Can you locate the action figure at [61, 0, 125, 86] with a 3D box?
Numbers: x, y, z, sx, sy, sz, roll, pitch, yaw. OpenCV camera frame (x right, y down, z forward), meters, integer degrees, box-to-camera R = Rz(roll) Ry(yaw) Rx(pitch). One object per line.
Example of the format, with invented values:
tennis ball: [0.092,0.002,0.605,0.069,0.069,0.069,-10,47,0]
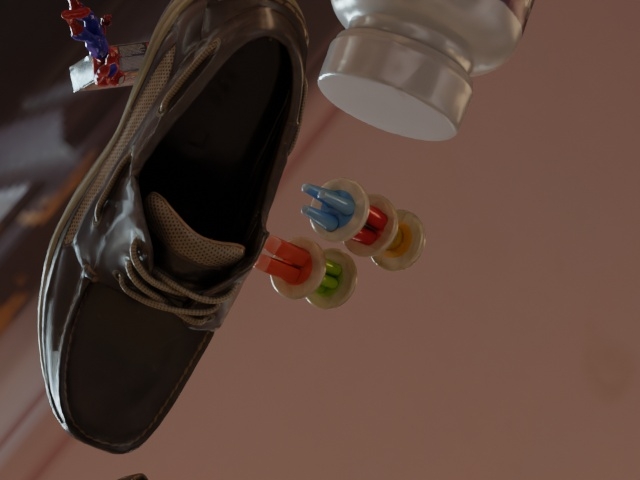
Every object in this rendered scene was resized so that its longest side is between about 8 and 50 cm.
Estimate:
action figure: [-0.153,-0.137,1.330,0.115,0.030,0.038,77,-179,-65]

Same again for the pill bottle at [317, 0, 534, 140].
pill bottle: [0.107,-0.243,1.614,0.169,0.302,0.169,20,168,5]

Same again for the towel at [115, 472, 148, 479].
towel: [-0.132,0.371,1.498,0.271,0.040,0.370,-26,101,35]

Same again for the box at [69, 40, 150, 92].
box: [-0.148,-0.162,1.747,0.094,0.137,0.027,-16,84,64]

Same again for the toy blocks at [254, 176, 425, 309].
toy blocks: [0.000,0.000,1.538,0.148,0.123,0.054,26,-141,-57]

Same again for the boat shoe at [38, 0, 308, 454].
boat shoe: [-0.105,-0.010,1.309,0.132,0.355,0.130,15,-166,-14]
